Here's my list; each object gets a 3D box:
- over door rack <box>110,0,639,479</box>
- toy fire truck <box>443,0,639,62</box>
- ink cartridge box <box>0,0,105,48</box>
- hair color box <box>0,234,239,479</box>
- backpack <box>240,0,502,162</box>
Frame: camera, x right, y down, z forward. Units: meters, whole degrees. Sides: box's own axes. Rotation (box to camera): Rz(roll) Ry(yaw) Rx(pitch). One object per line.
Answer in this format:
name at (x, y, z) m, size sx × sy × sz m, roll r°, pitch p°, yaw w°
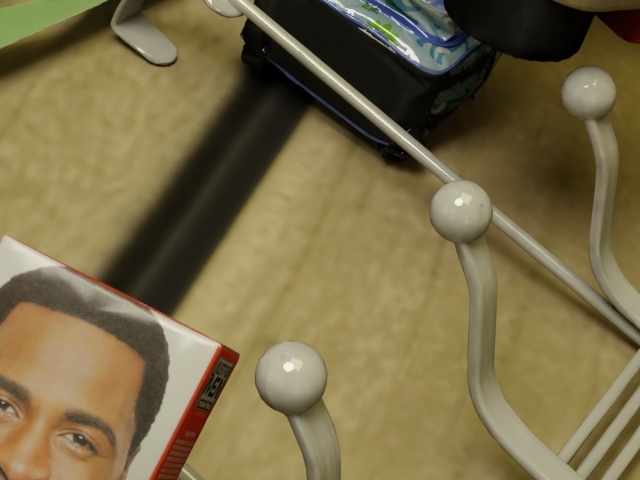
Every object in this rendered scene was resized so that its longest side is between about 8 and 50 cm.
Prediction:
over door rack at (0.000, 0.000, 0.650) m, size 0.324 × 0.108 × 0.239 m, roll 32°, pitch 40°, yaw 16°
toy fire truck at (0.126, -0.166, 0.767) m, size 0.246 × 0.158 × 0.217 m, roll -8°, pitch 43°, yaw -34°
ink cartridge box at (-0.193, -0.170, 0.799) m, size 0.235 × 0.056 × 0.171 m, roll 30°, pitch 39°, yaw 23°
hair color box at (-0.087, 0.078, 0.506) m, size 0.072 × 0.141 × 0.043 m, roll 25°, pitch -6°, yaw 9°
backpack at (0.036, -0.107, 0.808) m, size 0.105 × 0.084 × 0.114 m, roll 35°, pitch 36°, yaw 12°
